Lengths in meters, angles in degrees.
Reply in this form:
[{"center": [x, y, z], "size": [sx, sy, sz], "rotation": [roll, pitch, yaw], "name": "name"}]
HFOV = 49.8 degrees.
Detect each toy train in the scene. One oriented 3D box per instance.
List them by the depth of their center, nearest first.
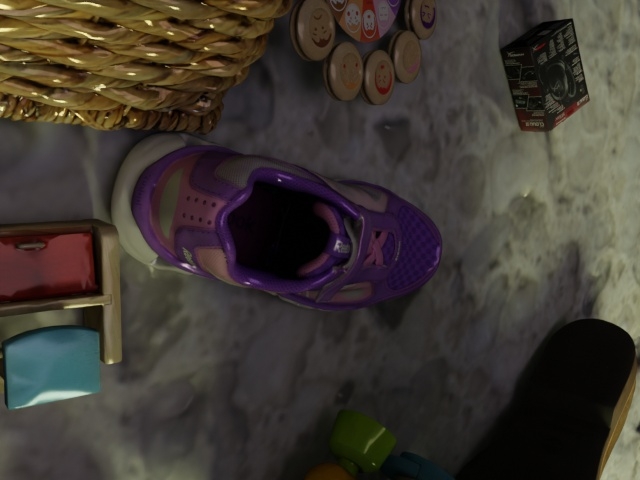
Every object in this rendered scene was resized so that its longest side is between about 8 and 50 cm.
[{"center": [0.002, 0.176, 0.463], "size": [0.248, 0.105, 0.143], "rotation": [48, 59, -31], "name": "toy train"}]

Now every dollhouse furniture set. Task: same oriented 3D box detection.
[{"center": [-0.164, 0.012, 0.283], "size": [0.183, 0.129, 0.129], "rotation": [-5, 101, -35], "name": "dollhouse furniture set"}]

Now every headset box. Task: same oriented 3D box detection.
[{"center": [0.192, -0.135, 0.583], "size": [0.062, 0.032, 0.083], "rotation": [-36, 118, -26], "name": "headset box"}]

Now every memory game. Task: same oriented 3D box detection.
[{"center": [0.032, -0.178, 0.438], "size": [0.186, 0.012, 0.186], "rotation": [-16, 110, -51], "name": "memory game"}]

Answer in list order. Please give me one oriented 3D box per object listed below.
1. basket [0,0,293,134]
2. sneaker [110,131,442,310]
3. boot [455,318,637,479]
[{"center": [-0.148, -0.196, 0.279], "size": [0.299, 0.223, 0.213], "rotation": [-2, 64, -36], "name": "basket"}, {"center": [0.000, 0.000, 0.420], "size": [0.236, 0.104, 0.095], "rotation": [12, 90, -38], "name": "sneaker"}, {"center": [0.203, 0.221, 0.616], "size": [0.305, 0.112, 0.115], "rotation": [-48, 133, -22], "name": "boot"}]
